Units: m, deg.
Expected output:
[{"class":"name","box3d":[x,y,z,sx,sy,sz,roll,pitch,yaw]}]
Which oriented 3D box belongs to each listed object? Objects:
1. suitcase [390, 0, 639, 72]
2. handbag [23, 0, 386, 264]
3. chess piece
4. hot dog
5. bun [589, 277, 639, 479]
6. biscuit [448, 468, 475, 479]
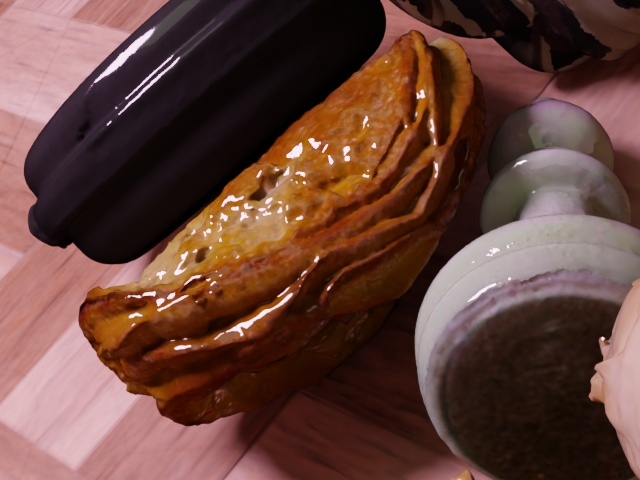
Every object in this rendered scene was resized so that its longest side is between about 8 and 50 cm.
[{"class":"suitcase","box3d":[0.106,-0.270,0.881,0.194,0.351,0.339,-29,31,41]},{"class":"handbag","box3d":[-0.072,-0.081,0.925,0.254,0.093,0.308,-43,3,-4]},{"class":"chess piece","box3d":[0.122,-0.003,0.787,0.139,0.139,0.272,-22,27,18]},{"class":"hot dog","box3d":[0.000,0.004,0.817,0.259,0.175,0.114,-40,78,-10]},{"class":"bun","box3d":[0.251,0.055,0.529,0.299,0.299,0.165,-18,83,23]},{"class":"biscuit","box3d":[-0.014,0.199,0.728,0.224,0.033,0.144,-25,40,14]}]
